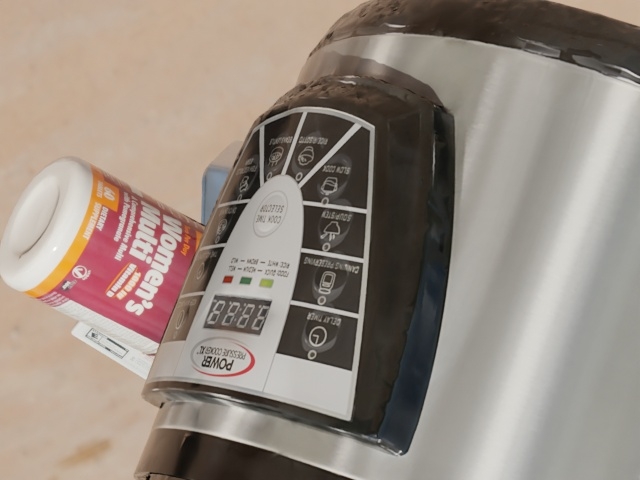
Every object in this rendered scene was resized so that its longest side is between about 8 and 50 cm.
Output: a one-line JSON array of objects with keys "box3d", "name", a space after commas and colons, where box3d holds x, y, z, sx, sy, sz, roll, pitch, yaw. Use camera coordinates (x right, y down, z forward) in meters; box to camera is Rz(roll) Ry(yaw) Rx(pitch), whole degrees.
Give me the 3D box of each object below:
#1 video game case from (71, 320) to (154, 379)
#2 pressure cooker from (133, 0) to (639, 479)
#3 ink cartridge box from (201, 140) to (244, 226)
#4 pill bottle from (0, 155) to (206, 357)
[{"box3d": [-0.155, 0.106, 2.042, 0.173, 0.190, 0.022, -45, -164, 48], "name": "video game case"}, {"box3d": [0.097, 0.115, 1.061, 0.370, 0.375, 0.420, 66, 45, -72], "name": "pressure cooker"}, {"box3d": [0.000, 0.000, 1.843, 0.092, 0.219, 0.160, -52, 149, -64], "name": "ink cartridge box"}, {"box3d": [-0.147, 0.028, 1.580, 0.221, 0.121, 0.121, 29, 126, -29], "name": "pill bottle"}]
